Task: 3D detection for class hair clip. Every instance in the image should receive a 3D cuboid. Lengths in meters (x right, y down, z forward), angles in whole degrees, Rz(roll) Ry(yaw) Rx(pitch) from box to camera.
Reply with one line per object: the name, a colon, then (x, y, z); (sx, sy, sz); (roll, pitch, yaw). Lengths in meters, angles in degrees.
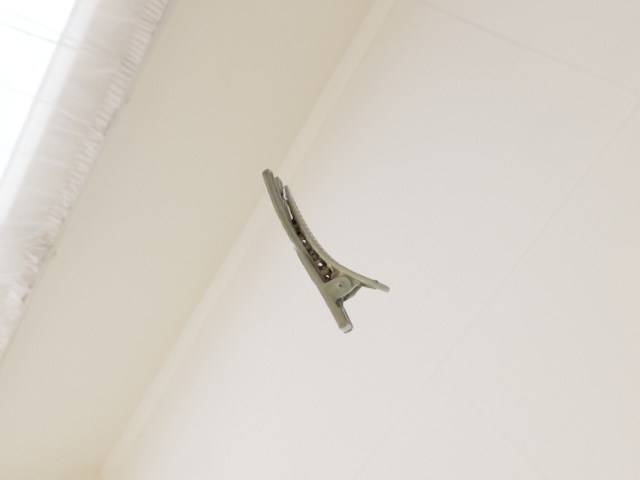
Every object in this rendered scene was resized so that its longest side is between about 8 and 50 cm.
hair clip: (0.000, 0.000, 0.348); (0.039, 0.030, 0.115); (-33, -106, -1)
